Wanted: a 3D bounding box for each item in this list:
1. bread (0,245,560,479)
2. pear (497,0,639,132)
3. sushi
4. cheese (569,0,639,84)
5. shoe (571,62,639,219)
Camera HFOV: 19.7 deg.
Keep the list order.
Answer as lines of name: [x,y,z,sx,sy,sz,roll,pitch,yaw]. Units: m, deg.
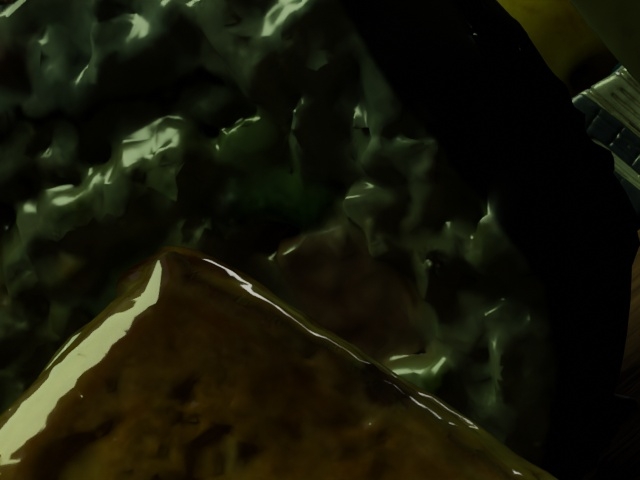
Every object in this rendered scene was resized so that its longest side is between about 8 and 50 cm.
bread: [-0.028,0.141,0.485,0.235,0.210,0.099,-52,-16,-18]
pear: [0.141,-0.146,1.376,0.281,0.280,0.281,-43,4,4]
sushi: [0.000,0.000,0.861,0.329,0.328,0.285,-43,-7,28]
cheese: [0.214,-0.164,0.942,0.124,0.242,0.265,-40,5,31]
shoe: [0.226,-0.082,1.221,0.207,0.091,0.106,-47,-18,1]
